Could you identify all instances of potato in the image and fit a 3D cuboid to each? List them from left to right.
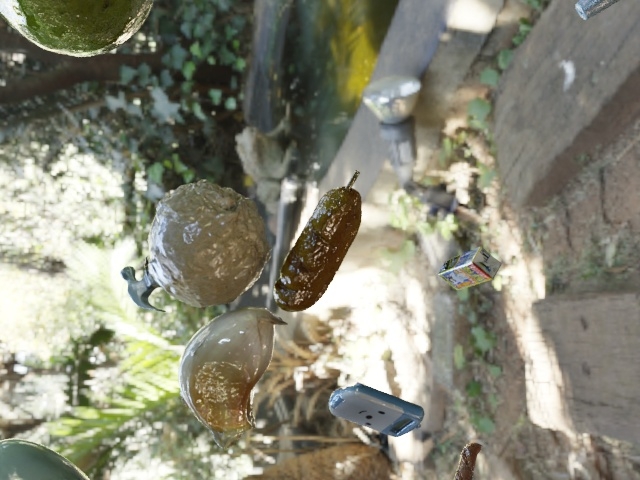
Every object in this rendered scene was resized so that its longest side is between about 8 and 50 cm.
[{"bbox_3d":[-0.284,-0.321,0.882,0.304,0.215,0.216,165,108,-75],"label":"potato"}]

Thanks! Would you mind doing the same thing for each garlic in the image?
[{"bbox_3d":[-0.196,0.286,1.797,0.249,0.286,0.313,14,100,35],"label":"garlic"}]

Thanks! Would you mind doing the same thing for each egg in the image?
[{"bbox_3d":[-0.523,0.539,1.485,0.371,0.230,0.230,59,175,-14],"label":"egg"},{"bbox_3d":[-0.244,0.011,1.702,0.310,0.279,0.279,98,169,-61],"label":"egg"}]

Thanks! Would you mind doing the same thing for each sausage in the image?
[{"bbox_3d":[0.308,0.484,1.655,0.036,0.042,0.158,-51,2,38],"label":"sausage"}]

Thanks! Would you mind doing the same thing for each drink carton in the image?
[{"bbox_3d":[0.360,0.069,1.907,0.056,0.071,0.165,-52,9,-23],"label":"drink carton"}]

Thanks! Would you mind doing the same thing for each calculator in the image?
[{"bbox_3d":[0.120,0.357,1.650,0.121,0.210,0.039,-50,22,47],"label":"calculator"}]

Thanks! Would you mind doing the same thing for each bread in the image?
[{"bbox_3d":[0.002,0.001,1.655,0.084,0.124,0.344,41,113,38],"label":"bread"}]

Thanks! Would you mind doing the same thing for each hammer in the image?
[{"bbox_3d":[-0.371,0.065,1.879,0.159,0.226,0.041,51,-169,27],"label":"hammer"}]

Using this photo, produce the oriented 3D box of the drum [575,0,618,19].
[{"bbox_3d":[0.447,-0.347,0.967,0.253,0.130,0.049,-49,-16,5],"label":"drum"}]
